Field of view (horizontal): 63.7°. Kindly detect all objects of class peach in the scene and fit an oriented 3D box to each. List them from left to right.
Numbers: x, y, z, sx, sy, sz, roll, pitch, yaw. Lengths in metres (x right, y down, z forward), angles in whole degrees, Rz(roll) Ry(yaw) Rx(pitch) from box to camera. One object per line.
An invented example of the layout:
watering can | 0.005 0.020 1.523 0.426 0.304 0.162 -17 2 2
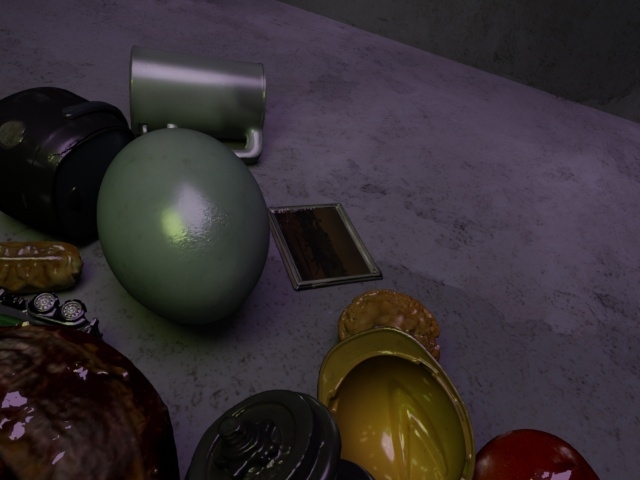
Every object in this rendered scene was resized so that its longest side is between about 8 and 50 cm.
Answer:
peach | 0.277 0.335 0.662 0.197 0.198 0.197 8 41 -7

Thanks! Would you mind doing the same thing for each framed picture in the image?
framed picture | 0.000 0.000 1.102 0.196 0.014 0.252 -5 44 -22

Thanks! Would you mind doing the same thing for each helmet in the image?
helmet | 0.114 0.259 0.733 0.205 0.140 0.257 -25 68 15

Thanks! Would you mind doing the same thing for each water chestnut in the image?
water chestnut | -0.307 0.253 0.534 0.349 0.302 0.351 0 80 0

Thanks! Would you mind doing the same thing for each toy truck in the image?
toy truck | -0.438 0.140 0.753 0.242 0.101 0.125 18 52 0

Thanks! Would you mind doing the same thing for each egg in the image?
egg | -0.228 -0.033 0.871 0.275 0.276 0.389 -5 44 -22

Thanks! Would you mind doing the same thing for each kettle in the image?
kettle | -0.298 -0.336 1.259 0.317 0.205 0.265 1 39 -19

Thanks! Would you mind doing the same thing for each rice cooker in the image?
rice cooker | -0.484 -0.147 0.956 0.224 0.267 0.267 24 41 16

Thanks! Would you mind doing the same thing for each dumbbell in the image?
dumbbell | -0.035 0.295 0.576 0.191 0.290 0.192 -21 30 12

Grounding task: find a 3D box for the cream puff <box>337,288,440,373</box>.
cream puff | 0.117 0.158 0.870 0.188 0.130 0.189 7 38 -5

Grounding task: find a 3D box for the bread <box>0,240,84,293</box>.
bread | -0.583 0.044 0.834 0.367 0.077 0.084 0 41 -18
